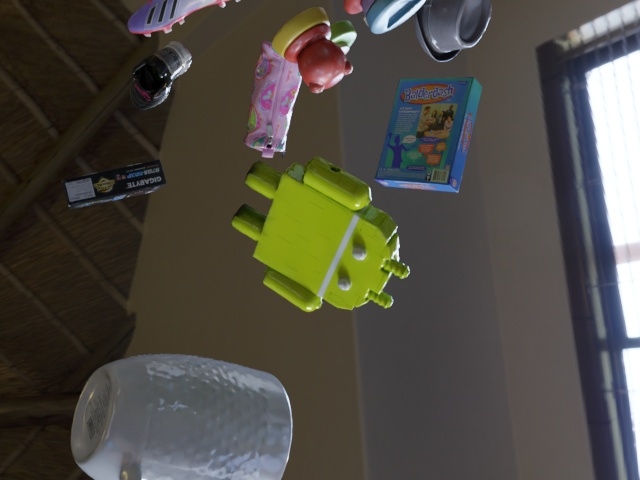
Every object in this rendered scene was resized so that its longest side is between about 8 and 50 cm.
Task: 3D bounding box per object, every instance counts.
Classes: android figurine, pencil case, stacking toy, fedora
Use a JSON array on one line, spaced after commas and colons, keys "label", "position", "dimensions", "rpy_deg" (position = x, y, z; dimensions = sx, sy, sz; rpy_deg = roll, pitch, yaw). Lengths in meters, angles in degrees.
[{"label": "android figurine", "position": [0.000, 0.000, 1.008], "dimensions": [0.273, 0.248, 0.056], "rpy_deg": [33, -142, 9]}, {"label": "pencil case", "position": [-0.119, -0.359, 1.757], "dimensions": [0.124, 0.124, 0.284], "rpy_deg": [1, -69, -38]}, {"label": "stacking toy", "position": [0.081, -0.403, 1.370], "dimensions": [0.130, 0.309, 0.279], "rpy_deg": [56, -172, 5]}, {"label": "fedora", "position": [0.353, -0.600, 1.769], "dimensions": [0.243, 0.124, 0.275], "rpy_deg": [26, -100, -45]}]

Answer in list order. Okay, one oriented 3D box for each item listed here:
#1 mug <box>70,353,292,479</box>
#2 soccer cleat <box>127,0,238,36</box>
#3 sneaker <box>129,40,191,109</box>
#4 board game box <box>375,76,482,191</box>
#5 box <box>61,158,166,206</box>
[{"label": "mug", "position": [-0.248, 0.372, 1.225], "dimensions": [0.328, 0.276, 0.374], "rpy_deg": [22, -154, -34]}, {"label": "soccer cleat", "position": [-0.270, -0.480, 1.349], "dimensions": [0.083, 0.248, 0.095], "rpy_deg": [-108, -3, -49]}, {"label": "sneaker", "position": [-0.278, -0.259, 1.123], "dimensions": [0.063, 0.170, 0.075], "rpy_deg": [53, -132, -9]}, {"label": "board game box", "position": [0.203, -0.202, 1.304], "dimensions": [0.047, 0.160, 0.210], "rpy_deg": [24, -102, -52]}, {"label": "box", "position": [-0.396, -0.104, 1.317], "dimensions": [0.175, 0.220, 0.051], "rpy_deg": [-15, -84, -19]}]
